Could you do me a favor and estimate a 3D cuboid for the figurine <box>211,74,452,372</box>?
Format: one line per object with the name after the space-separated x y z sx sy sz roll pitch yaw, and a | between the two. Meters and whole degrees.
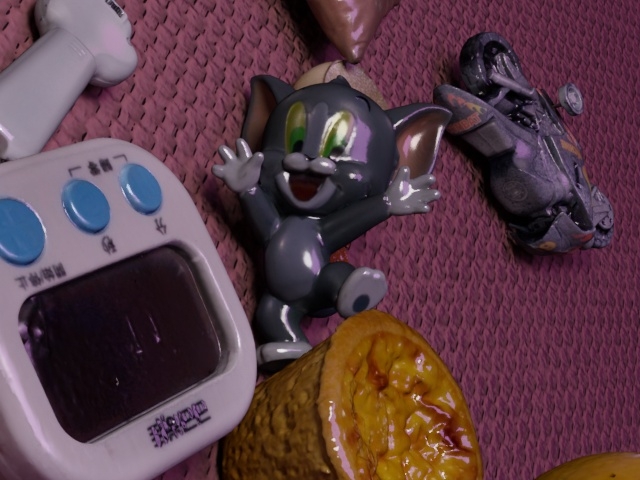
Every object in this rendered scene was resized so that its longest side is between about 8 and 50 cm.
0.012 -0.019 1.232 0.140 0.193 0.265 11 79 -75 | figurine

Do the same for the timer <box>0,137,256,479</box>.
-0.164 0.055 1.006 0.262 0.087 0.237 -24 91 -56 | timer

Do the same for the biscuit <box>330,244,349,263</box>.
0.000 0.000 1.326 0.078 0.015 0.091 0 72 -56 | biscuit

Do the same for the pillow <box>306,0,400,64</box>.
0.010 -0.307 1.430 0.236 0.084 0.223 61 20 -19 | pillow

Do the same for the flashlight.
-0.206 -0.121 1.086 0.093 0.047 0.200 47 41 -18 | flashlight

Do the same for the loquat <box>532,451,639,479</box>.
0.299 0.335 1.263 0.359 0.328 0.328 -28 95 -32 | loquat

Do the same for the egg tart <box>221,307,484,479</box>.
0.017 0.166 1.139 0.202 0.147 0.203 29 52 -43 | egg tart

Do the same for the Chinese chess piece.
0.021 -0.113 1.390 0.122 0.051 0.122 33 45 -40 | Chinese chess piece

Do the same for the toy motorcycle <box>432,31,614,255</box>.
0.239 -0.090 1.630 0.307 0.108 0.173 51 43 -19 | toy motorcycle
